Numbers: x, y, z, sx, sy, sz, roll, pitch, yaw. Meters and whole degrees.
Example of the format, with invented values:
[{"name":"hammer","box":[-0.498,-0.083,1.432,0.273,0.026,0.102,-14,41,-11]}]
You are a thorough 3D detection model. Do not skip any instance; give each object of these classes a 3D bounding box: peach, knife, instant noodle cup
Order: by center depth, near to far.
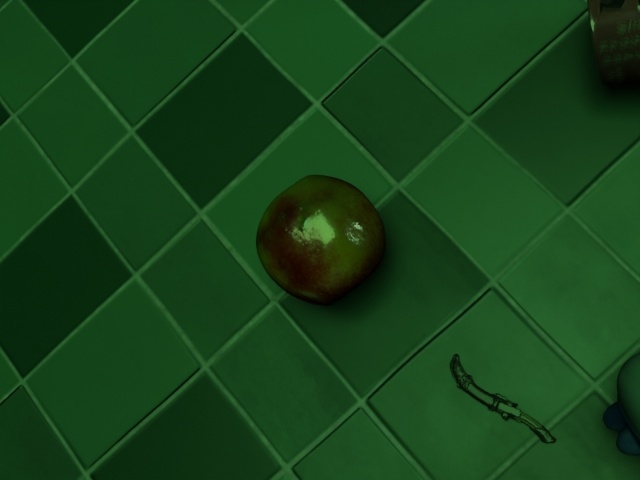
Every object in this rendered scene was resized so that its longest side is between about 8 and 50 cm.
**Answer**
[{"name":"instant noodle cup","box":[0.562,-0.373,1.473,0.179,0.235,0.234,-7,73,25]},{"name":"knife","box":[0.303,0.279,1.475,0.222,0.021,0.045,39,86,22]},{"name":"peach","box":[0.000,0.000,1.536,0.231,0.231,0.230,-4,75,15]}]

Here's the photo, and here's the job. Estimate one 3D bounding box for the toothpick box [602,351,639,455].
[{"name":"toothpick box","box":[0.607,0.229,1.298,0.355,0.263,0.263,-29,70,8]}]
